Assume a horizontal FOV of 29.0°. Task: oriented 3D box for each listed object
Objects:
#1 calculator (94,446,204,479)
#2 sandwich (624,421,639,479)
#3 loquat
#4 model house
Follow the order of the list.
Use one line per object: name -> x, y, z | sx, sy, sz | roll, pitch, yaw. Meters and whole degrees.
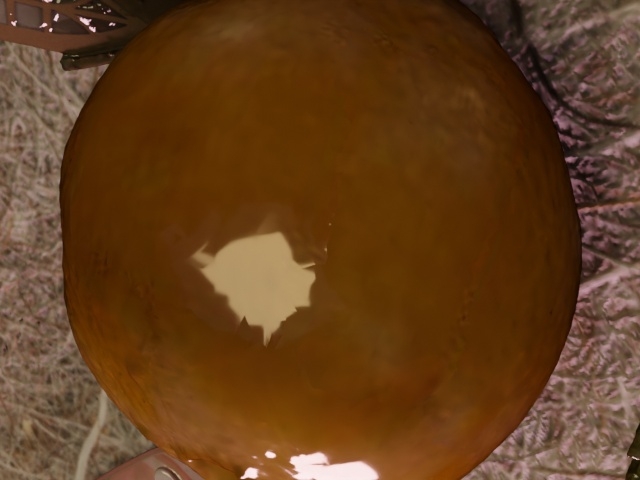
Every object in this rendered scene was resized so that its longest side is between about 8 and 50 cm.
calculator -> -0.150, 0.310, 1.042 | 0.329, 0.048, 0.220 | -42, 82, 25
sandwich -> 0.285, 0.150, 0.751 | 0.212, 0.109, 0.292 | 43, 116, 12
loquat -> 0.000, 0.000, 0.739 | 0.328, 0.328, 0.329 | 6, 105, 25
model house -> -0.099, -0.195, 0.854 | 0.248, 0.181, 0.176 | 13, 152, -3
